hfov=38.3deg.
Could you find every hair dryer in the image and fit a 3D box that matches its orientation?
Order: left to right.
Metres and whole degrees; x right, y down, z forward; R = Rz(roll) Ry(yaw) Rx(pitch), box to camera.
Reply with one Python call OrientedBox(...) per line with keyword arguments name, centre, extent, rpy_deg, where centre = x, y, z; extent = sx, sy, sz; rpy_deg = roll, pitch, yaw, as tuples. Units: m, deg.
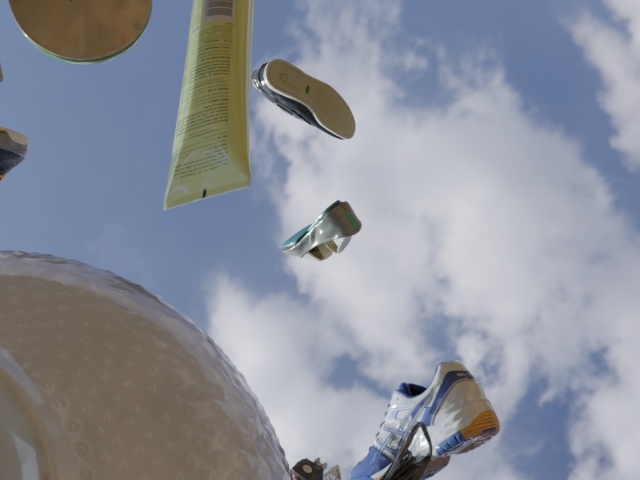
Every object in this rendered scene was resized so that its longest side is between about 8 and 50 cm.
OrientedBox(name="hair dryer", centre=(0.062, 0.391, 1.188), extent=(0.223, 0.294, 0.080), rpy_deg=(-8, -156, -28))

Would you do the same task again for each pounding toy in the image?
OrientedBox(name="pounding toy", centre=(-0.347, -0.300, 1.242), extent=(0.236, 0.110, 0.183), rpy_deg=(-18, -98, -16))

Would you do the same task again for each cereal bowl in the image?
OrientedBox(name="cereal bowl", centre=(-0.173, 0.143, 0.403), extent=(0.338, 0.141, 0.339), rpy_deg=(-1, -121, 1))

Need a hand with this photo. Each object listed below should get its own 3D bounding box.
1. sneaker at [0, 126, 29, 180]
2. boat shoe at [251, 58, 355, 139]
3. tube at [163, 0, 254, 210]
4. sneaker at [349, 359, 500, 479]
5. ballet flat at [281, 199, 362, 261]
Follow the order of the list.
OrientedBox(name="sneaker", centre=(-0.447, -0.080, 1.172), extent=(0.084, 0.214, 0.083), rpy_deg=(26, -131, -48))
OrientedBox(name="boat shoe", centre=(-0.029, -0.268, 1.782), extent=(0.233, 0.079, 0.084), rpy_deg=(31, -115, -28))
OrientedBox(name="tube", centre=(-0.099, -0.140, 0.863), extent=(0.062, 0.070, 0.240), rpy_deg=(11, -121, -17))
OrientedBox(name="sneaker", centre=(0.142, 0.286, 1.394), extent=(0.111, 0.296, 0.131), rpy_deg=(5, -126, -45))
OrientedBox(name="ballet flat", centre=(0.000, 0.000, 1.444), extent=(0.072, 0.213, 0.068), rpy_deg=(-39, -88, -28))
